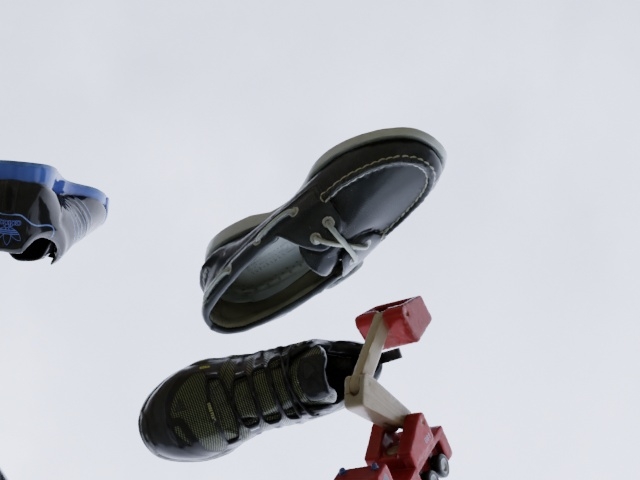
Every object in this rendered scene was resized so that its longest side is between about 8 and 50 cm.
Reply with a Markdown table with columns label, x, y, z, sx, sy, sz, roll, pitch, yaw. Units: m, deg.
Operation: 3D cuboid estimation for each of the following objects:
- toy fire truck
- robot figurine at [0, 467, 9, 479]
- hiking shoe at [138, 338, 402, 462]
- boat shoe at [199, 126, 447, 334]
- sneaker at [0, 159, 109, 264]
| label | x | y | z | sx | sy | sz | roll | pitch | yaw |
| --- | --- | --- | --- | --- | --- | --- | --- | --- | --- |
| toy fire truck | 0.051 | 0.140 | 1.064 | 0.047 | 0.135 | 0.192 | -15 | -163 | 30 |
| robot figurine | -0.151 | 0.175 | 0.461 | 0.209 | 0.278 | 0.173 | -8 | -151 | 32 |
| hiking shoe | -0.044 | 0.121 | 1.140 | 0.226 | 0.114 | 0.086 | -16 | -102 | -34 |
| boat shoe | 0.000 | 0.000 | 1.303 | 0.302 | 0.114 | 0.091 | -37 | -148 | 36 |
| sneaker | -0.275 | -0.019 | 1.359 | 0.081 | 0.232 | 0.091 | 6 | -96 | 11 |
